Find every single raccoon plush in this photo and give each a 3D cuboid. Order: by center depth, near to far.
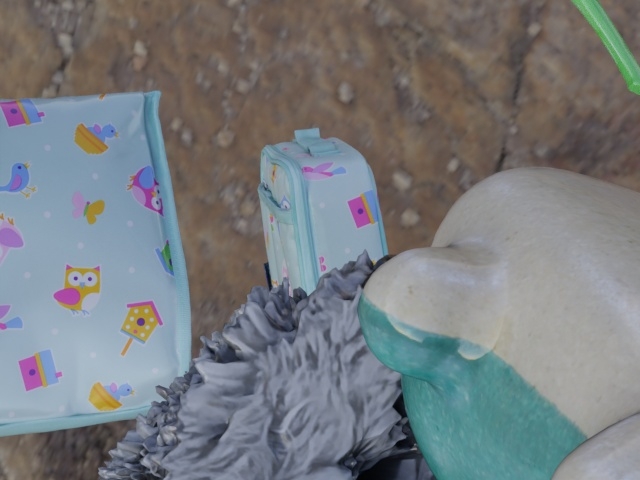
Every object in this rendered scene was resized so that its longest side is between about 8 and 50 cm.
[{"bbox_3d":[-0.033,0.136,0.854,0.446,0.299,0.216,-15,87,1],"label":"raccoon plush"}]

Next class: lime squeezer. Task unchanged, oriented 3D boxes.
[{"bbox_3d":[0.241,-0.276,1.527,0.110,0.059,0.310,9,53,-14],"label":"lime squeezer"}]

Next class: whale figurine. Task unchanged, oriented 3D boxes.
[{"bbox_3d":[0.109,0.073,0.560,0.216,0.272,0.141,19,106,-3],"label":"whale figurine"}]

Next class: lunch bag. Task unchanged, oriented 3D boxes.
[{"bbox_3d":[-0.224,0.025,1.330,0.223,0.160,0.262,-5,81,-19],"label":"lunch bag"},{"bbox_3d":[0.000,0.000,1.733,0.108,0.279,0.224,-12,99,-8],"label":"lunch bag"}]
